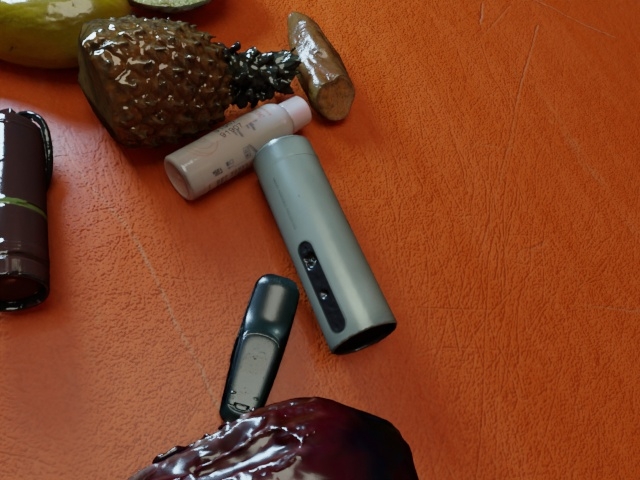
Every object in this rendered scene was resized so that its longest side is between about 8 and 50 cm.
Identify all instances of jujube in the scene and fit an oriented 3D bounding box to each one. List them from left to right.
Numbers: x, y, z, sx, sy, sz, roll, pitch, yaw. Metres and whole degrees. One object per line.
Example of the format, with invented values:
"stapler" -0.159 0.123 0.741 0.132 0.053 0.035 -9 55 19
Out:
"jujube" -0.070 0.316 0.549 0.376 0.258 0.259 -20 68 -5

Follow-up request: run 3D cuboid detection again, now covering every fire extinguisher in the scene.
"fire extinguisher" -0.445 -0.066 0.740 0.141 0.105 0.342 -20 60 0

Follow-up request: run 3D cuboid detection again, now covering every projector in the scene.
"projector" 0.000 0.000 0.809 0.108 0.108 0.338 -15 67 -21

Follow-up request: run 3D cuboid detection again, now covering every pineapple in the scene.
"pineapple" -0.199 -0.272 0.863 0.361 0.202 0.202 -22 69 -31

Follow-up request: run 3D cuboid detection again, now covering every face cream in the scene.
"face cream" -0.126 -0.163 0.880 0.269 0.082 0.082 -37 76 -28

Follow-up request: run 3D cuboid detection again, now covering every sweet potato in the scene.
"sweet potato" -0.006 -0.339 0.998 0.097 0.097 0.252 -12 67 -19

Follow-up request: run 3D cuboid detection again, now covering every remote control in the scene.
"remote control" -0.084 0.148 0.743 0.072 0.042 0.222 17 60 -3

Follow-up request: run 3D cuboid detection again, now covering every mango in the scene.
"mango" -0.475 -0.381 0.878 0.331 0.142 0.195 10 56 -6

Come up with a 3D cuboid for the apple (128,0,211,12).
"apple" -0.291 -0.500 1.003 0.264 0.120 0.193 -23 82 -21
